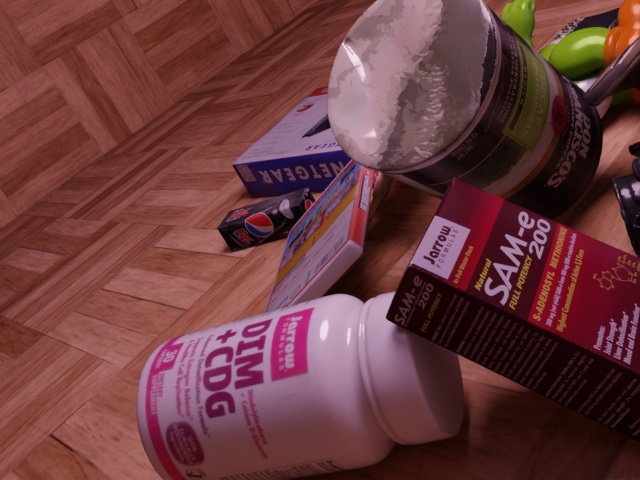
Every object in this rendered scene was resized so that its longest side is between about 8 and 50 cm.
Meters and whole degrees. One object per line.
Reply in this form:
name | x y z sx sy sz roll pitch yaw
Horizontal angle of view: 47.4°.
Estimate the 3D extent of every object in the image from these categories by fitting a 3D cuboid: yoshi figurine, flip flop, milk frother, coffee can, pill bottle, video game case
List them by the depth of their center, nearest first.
pill bottle | -0.019 0.142 0.698 0.283 0.160 0.160 -18 27 24
milk frother | 0.365 -0.020 0.700 0.134 0.129 0.143 -18 70 23
coffee can | 0.169 -0.138 0.820 0.201 0.275 0.202 -11 72 39
flip flop | 0.413 -0.194 0.847 0.277 0.080 0.112 -13 -26 -37
video game case | 0.000 0.000 1.004 0.204 0.025 0.285 -48 15 29
yoshi figurine | 0.324 -0.259 1.083 0.362 0.204 0.203 -10 15 40

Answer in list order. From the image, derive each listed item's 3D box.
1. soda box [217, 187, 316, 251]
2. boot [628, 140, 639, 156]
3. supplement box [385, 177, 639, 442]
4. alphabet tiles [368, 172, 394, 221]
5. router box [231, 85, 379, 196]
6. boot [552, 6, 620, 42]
soda box | -0.087 -0.034 1.228 0.168 0.053 0.060 -15 28 29
boot | 0.422 -0.123 0.757 0.161 0.083 0.246 -35 -5 8
supplement box | 0.189 0.054 0.592 0.239 0.073 0.130 24 45 10
alphabet tiles | 0.123 -0.172 1.046 0.021 0.284 0.278 23 58 8
router box | 0.044 -0.207 1.380 0.335 0.082 0.301 -1 37 45
boot | 0.507 -0.359 1.177 0.236 0.085 0.178 -37 24 -14
